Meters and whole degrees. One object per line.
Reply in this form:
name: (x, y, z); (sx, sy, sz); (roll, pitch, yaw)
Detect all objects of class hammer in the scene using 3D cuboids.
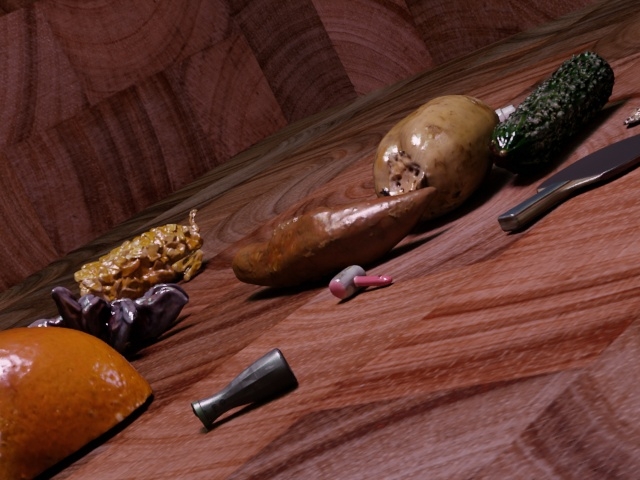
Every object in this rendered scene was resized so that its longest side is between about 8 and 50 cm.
hammer: (0.053, 0.050, 1.699); (0.083, 0.031, 0.052); (-3, 26, 42)

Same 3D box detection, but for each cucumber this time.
cucumber: (0.319, -0.168, 1.974); (0.096, 0.096, 0.359); (-20, 14, 35)

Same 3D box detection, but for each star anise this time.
star anise: (-0.318, 0.123, 2.056); (0.283, 0.129, 0.212); (-18, -5, 25)

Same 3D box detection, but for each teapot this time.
teapot: (-0.080, 0.154, 1.444); (0.111, 0.043, 0.043); (-31, 9, -1)

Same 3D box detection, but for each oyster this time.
oyster: (0.444, -0.177, 1.891); (0.083, 0.019, 0.054); (-22, 10, 27)

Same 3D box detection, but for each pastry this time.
pastry: (-0.307, 0.043, 2.481); (0.250, 0.102, 0.154); (-27, 10, -9)

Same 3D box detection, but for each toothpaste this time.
toothpaste: (0.235, -0.170, 2.403); (0.218, 0.033, 0.052); (-27, 5, 13)

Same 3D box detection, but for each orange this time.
orange: (-0.368, 0.231, 1.656); (0.274, 0.274, 0.310); (-10, 50, 61)

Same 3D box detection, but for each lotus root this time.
lotus root: (0.168, -0.122, 1.962); (0.160, 0.146, 0.284); (-9, 15, 31)

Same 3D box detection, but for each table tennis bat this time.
table tennis bat: (0.312, -0.076, 1.696); (0.274, 0.021, 0.154); (-30, 9, -34)

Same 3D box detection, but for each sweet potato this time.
sweet potato: (-0.004, 0.006, 1.882); (0.355, 0.095, 0.106); (-21, 15, 39)
